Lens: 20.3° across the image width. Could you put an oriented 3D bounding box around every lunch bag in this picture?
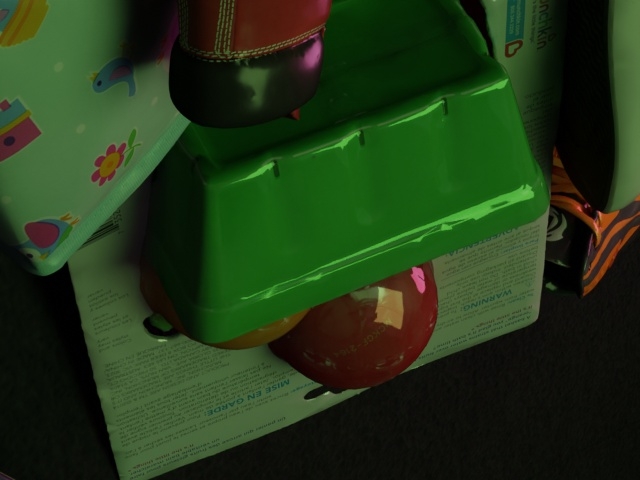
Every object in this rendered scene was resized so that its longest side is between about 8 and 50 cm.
[{"bbox_3d":[-0.120,-0.158,0.842,0.262,0.160,0.223,-48,147,-23],"label":"lunch bag"}]

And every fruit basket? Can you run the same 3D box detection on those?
[{"bbox_3d":[0.000,0.000,1.125,0.327,0.165,0.353,-21,150,-13],"label":"fruit basket"}]

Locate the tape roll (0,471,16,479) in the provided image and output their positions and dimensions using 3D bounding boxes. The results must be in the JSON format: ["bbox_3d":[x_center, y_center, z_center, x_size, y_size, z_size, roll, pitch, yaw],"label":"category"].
[{"bbox_3d":[-0.138,0.185,0.925,0.090,0.274,0.275,-62,152,-12],"label":"tape roll"}]

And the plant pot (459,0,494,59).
[{"bbox_3d":[0.162,-0.243,1.195,0.236,0.267,0.267,-44,147,-9],"label":"plant pot"}]

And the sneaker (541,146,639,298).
[{"bbox_3d":[0.224,-0.067,1.464,0.180,0.124,0.321,-52,149,-31],"label":"sneaker"}]

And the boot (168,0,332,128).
[{"bbox_3d":[-0.001,-0.158,0.827,0.244,0.088,0.176,-49,148,-46],"label":"boot"}]

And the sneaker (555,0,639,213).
[{"bbox_3d":[0.208,-0.129,1.068,0.123,0.106,0.290,-19,143,-13],"label":"sneaker"}]
